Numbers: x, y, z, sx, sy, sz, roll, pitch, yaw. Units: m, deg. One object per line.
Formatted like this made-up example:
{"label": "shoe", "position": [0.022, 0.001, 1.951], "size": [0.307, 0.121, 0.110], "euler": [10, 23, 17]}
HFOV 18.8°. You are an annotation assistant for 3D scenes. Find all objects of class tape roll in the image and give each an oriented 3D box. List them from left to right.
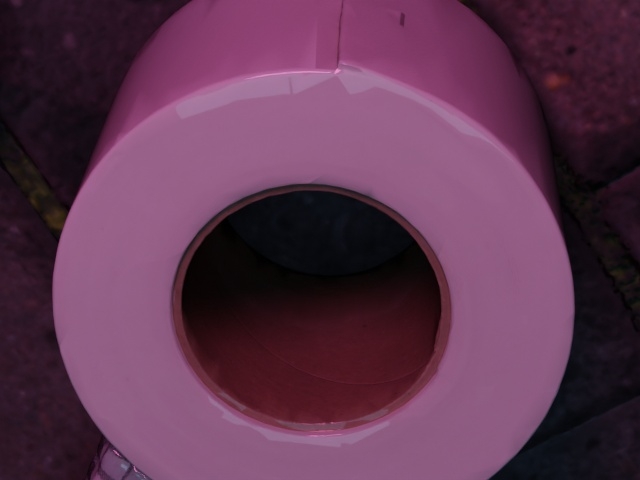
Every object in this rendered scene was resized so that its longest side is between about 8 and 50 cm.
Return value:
{"label": "tape roll", "position": [0.000, 0.000, 0.962], "size": [0.246, 0.169, 0.246], "euler": [1, 114, 2]}

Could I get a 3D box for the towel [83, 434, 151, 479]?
{"label": "towel", "position": [-0.024, 0.230, 1.102], "size": [0.283, 0.121, 0.235], "euler": [23, 112, -6]}
